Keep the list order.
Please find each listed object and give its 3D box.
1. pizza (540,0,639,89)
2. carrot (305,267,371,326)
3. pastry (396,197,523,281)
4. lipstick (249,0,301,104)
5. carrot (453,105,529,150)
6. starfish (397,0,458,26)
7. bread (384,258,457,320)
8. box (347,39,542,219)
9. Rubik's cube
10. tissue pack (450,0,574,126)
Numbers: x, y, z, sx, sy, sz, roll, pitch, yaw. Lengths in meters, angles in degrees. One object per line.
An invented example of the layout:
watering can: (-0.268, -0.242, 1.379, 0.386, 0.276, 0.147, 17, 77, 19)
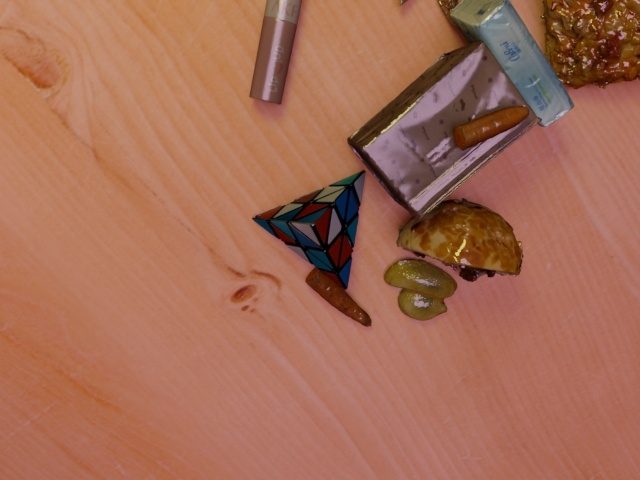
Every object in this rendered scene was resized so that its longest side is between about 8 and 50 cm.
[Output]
pizza: (0.577, -0.407, 1.000, 0.335, 0.086, 0.226, 32, 120, -11)
carrot: (0.054, 0.146, 1.176, 0.061, 0.061, 0.210, -43, 108, 9)
pastry: (0.314, -0.011, 1.060, 0.256, 0.237, 0.170, 19, 86, -7)
lipstick: (-0.089, -0.416, 0.991, 0.070, 0.070, 0.254, 12, 105, -7)
carrot: (0.309, -0.208, 0.856, 0.139, 0.048, 0.048, -23, 106, 0)
starfish: (0.258, -0.558, 0.974, 0.277, 0.062, 0.235, 32, 101, -19)
bread: (0.240, 0.129, 1.177, 0.188, 0.065, 0.149, 25, 108, -12)
box: (0.233, -0.227, 0.985, 0.297, 0.225, 0.190, -39, 105, 7)
Rubik's cube: (0.000, 0.000, 1.005, 0.284, 0.234, 0.250, -18, 90, 3)
tissue pack: (0.377, -0.363, 0.958, 0.089, 0.177, 0.263, -40, 117, 19)
